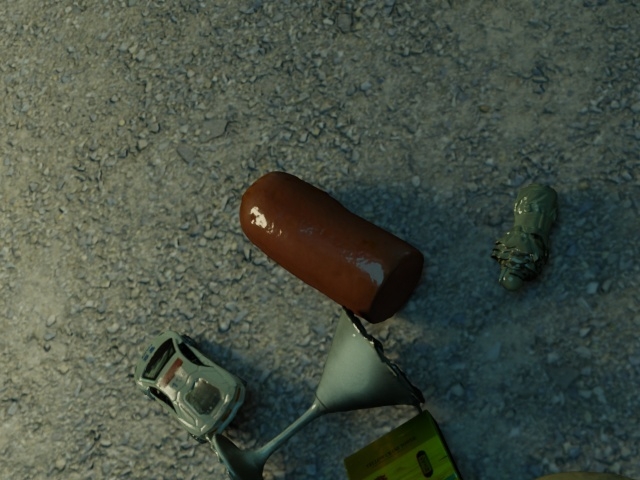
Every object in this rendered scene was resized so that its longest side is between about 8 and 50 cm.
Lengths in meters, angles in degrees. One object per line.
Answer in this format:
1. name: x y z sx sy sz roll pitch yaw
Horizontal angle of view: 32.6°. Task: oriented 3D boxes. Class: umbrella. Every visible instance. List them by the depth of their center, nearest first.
1. umbrella: 0.250 -0.004 1.330 0.067 0.062 0.143 21 71 7

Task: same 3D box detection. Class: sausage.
1. sausage: 0.000 0.000 1.396 0.259 0.113 0.113 32 82 27

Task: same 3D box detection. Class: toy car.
1. toy car: -0.173 0.180 1.397 0.205 0.056 0.095 30 82 43

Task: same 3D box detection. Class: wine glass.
1. wine glass: -0.011 0.204 1.292 0.232 0.156 0.156 -40 61 1

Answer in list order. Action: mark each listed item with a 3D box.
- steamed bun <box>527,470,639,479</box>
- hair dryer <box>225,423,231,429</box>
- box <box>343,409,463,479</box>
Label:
1. steamed bun: 0.244 0.353 1.157 0.231 0.110 0.212 -18 63 16
2. hair dryer: -0.150 0.221 1.411 0.083 0.026 0.047 -9 63 25
3. box: 0.101 0.285 1.230 0.121 0.030 0.193 -32 29 6
